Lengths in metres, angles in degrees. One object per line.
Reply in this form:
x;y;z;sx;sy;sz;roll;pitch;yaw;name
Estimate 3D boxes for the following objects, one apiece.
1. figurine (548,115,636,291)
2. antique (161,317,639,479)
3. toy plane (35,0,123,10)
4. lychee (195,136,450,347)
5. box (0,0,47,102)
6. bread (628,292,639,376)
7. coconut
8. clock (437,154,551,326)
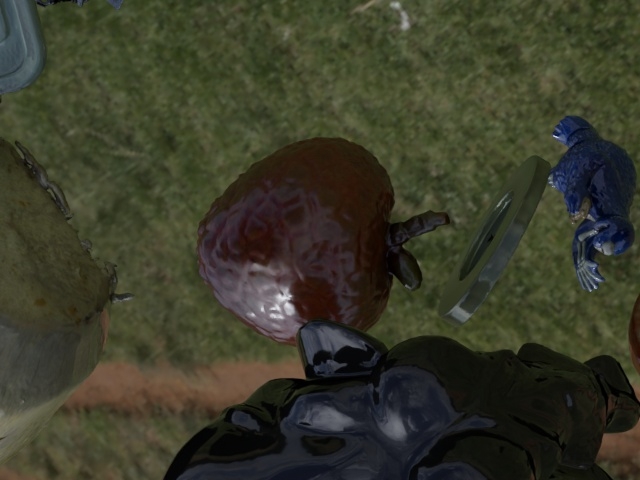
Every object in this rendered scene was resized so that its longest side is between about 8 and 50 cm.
0.399;-0.066;1.576;0.164;0.120;0.262;75;-173;-48;figurine
0.039;0.162;0.707;0.255;0.322;0.185;26;-140;-58;antique
-0.265;-0.283;1.169;0.197;0.053;0.078;33;125;37;toy plane
0.000;0.000;1.334;0.255;0.300;0.255;179;90;-85;lychee
-0.311;-0.223;0.851;0.135;0.163;0.243;-129;25;-70;box
0.520;0.103;1.270;0.114;0.327;0.295;60;-174;-36;bread
-0.403;0.075;1.102;0.360;0.346;0.346;-37;93;27;coconut
0.217;0.001;1.377;0.029;0.235;0.235;30;149;-1;clock
